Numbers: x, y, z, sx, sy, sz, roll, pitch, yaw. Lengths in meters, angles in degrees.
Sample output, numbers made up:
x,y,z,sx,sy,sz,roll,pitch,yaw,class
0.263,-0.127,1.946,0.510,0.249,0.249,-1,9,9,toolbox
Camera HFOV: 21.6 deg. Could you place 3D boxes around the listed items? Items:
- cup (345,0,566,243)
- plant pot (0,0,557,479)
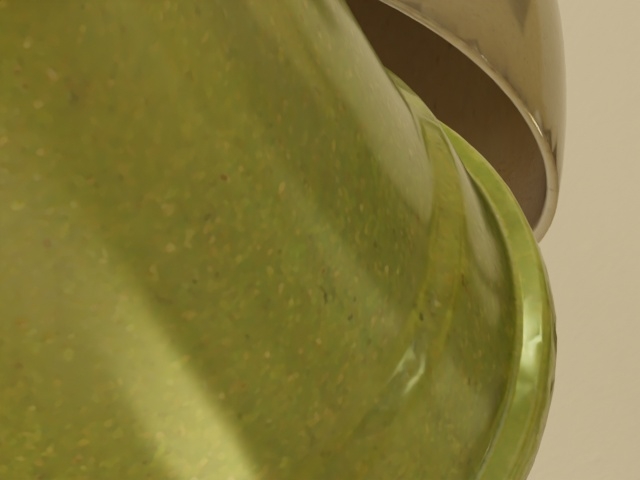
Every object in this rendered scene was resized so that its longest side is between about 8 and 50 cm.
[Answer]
x,y,z,sx,sy,sz,roll,pitch,yaw,class
0.020,-0.155,1.088,0.331,0.331,0.237,21,-120,-1,cup
-0.095,-0.032,0.446,0.276,0.254,0.276,-10,-133,12,plant pot
